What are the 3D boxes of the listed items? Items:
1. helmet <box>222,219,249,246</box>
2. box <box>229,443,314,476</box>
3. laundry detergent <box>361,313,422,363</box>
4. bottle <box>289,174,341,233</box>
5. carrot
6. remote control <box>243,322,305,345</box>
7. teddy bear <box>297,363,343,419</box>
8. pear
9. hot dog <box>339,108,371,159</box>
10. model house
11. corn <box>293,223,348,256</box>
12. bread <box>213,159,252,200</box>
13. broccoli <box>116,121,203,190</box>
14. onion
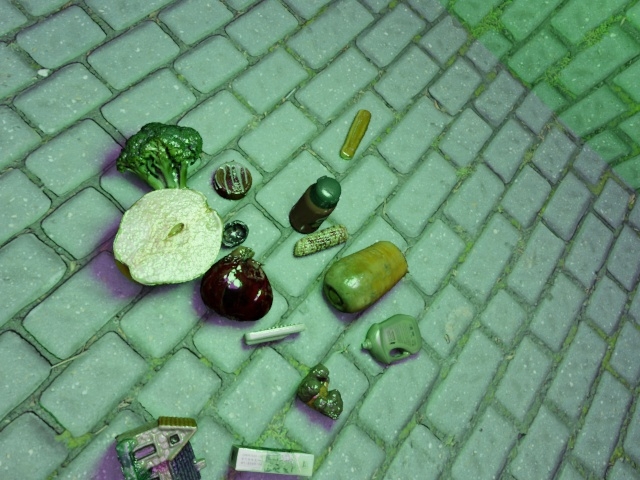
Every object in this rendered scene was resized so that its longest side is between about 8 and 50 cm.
[{"bbox_3d":[-0.340,-0.020,1.798,0.123,0.070,0.098,-33,79,-19],"label":"helmet"},{"bbox_3d":[-0.168,0.741,1.547,0.256,0.164,0.069,13,68,-15],"label":"box"},{"bbox_3d":[0.282,0.403,1.862,0.253,0.091,0.181,-11,82,-23],"label":"laundry detergent"},{"bbox_3d":[-0.019,-0.143,1.805,0.143,0.336,0.144,6,70,-16],"label":"bottle"},{"bbox_3d":[0.179,0.143,1.842,0.340,0.224,0.224,-31,84,-27],"label":"carrot"},{"bbox_3d":[-0.172,0.351,1.720,0.230,0.090,0.049,-7,76,-20],"label":"remote control"},{"bbox_3d":[0.005,0.575,1.689,0.190,0.177,0.140,41,109,-2],"label":"teddy bear"},{"bbox_3d":[-0.547,0.005,1.649,0.386,0.191,0.340,-38,93,-27],"label":"pear"},{"bbox_3d":[0.163,-0.496,2.142,0.087,0.061,0.286,30,66,-4],"label":"hot dog"},{"bbox_3d":[-0.486,0.678,1.435,0.237,0.202,0.237,-18,79,-23],"label":"model house"},{"bbox_3d":[0.000,0.000,1.904,0.253,0.086,0.086,-20,80,-21],"label":"corn"},{"bbox_3d":[-0.359,-0.245,1.866,0.160,0.073,0.161,6,71,-17],"label":"bread"},{"bbox_3d":[-0.584,-0.302,1.717,0.321,0.304,0.284,-12,101,1],"label":"broccoli"},{"bbox_3d":[-0.295,0.181,1.666,0.280,0.221,0.281,0,88,-12],"label":"onion"}]
